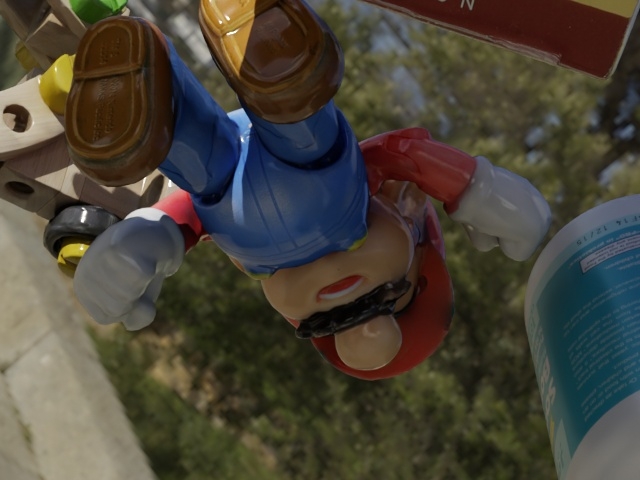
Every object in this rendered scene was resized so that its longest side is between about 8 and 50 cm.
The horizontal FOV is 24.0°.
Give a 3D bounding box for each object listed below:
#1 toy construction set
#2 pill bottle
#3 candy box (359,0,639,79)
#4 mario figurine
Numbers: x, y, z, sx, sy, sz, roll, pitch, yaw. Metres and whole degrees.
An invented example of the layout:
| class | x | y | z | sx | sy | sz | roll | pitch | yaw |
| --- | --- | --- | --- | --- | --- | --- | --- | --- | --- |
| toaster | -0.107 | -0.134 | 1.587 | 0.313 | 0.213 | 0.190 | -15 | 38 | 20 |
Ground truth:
| class | x | y | z | sx | sy | sz | roll | pitch | yaw |
| --- | --- | --- | --- | --- | --- | --- | --- | --- | --- |
| toy construction set | -0.155 | -0.121 | 0.996 | 0.237 | 0.309 | 0.257 | 29 | 30 | -19 |
| pill bottle | 0.192 | 0.096 | 0.789 | 0.146 | 0.146 | 0.264 | 47 | 20 | -23 |
| candy box | 0.072 | -0.207 | 0.664 | 0.183 | 0.088 | 0.316 | 19 | 38 | 4 |
| mario figurine | 0.000 | 0.000 | 0.797 | 0.198 | 0.170 | 0.320 | 14 | -16 | 26 |
